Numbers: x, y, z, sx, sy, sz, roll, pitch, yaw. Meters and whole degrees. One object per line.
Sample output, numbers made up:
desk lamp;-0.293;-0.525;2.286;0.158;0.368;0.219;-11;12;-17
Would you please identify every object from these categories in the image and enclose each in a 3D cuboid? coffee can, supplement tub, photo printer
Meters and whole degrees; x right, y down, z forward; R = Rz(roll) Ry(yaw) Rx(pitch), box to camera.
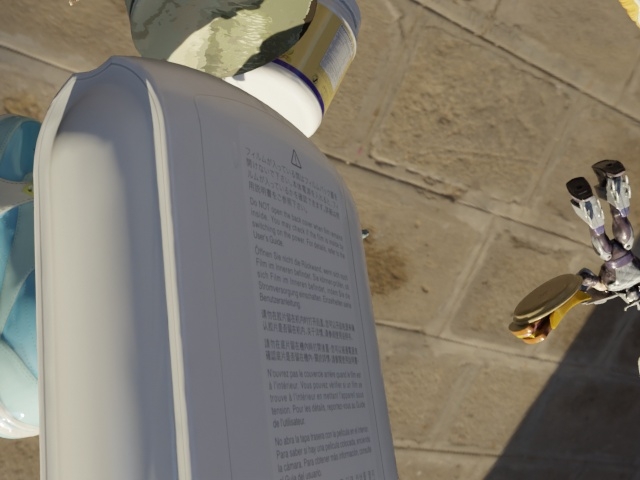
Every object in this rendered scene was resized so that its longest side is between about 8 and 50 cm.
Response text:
coffee can;-0.138;-0.351;0.794;0.201;0.275;0.201;-16;161;-6
supplement tub;-0.057;-0.421;1.644;0.241;0.241;0.331;44;57;-35
photo printer;-0.050;0.054;0.433;0.256;0.107;0.307;20;59;-62

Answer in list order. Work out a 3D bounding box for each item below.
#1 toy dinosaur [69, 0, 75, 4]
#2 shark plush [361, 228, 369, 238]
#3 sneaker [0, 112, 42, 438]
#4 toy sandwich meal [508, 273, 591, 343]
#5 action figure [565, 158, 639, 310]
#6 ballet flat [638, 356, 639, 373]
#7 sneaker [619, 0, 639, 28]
toy dinosaur;-0.255;-0.416;1.122;0.200;0.295;0.127;22;128;-10
shark plush;0.000;0.000;0.872;0.161;0.067;0.073;18;77;-44
sneaker;-0.218;0.004;0.659;0.208;0.319;0.127;-19;162;23
toy sandwich meal;0.220;0.065;0.686;0.085;0.085;0.029;-37;92;-9
action figure;0.501;0.011;1.216;0.185;0.099;0.285;-29;114;-1
ballet flat;0.457;-0.005;0.771;0.139;0.139;0.400;9;110;-31
sneaker;0.457;-0.290;0.873;0.131;0.296;0.112;-37;169;33
